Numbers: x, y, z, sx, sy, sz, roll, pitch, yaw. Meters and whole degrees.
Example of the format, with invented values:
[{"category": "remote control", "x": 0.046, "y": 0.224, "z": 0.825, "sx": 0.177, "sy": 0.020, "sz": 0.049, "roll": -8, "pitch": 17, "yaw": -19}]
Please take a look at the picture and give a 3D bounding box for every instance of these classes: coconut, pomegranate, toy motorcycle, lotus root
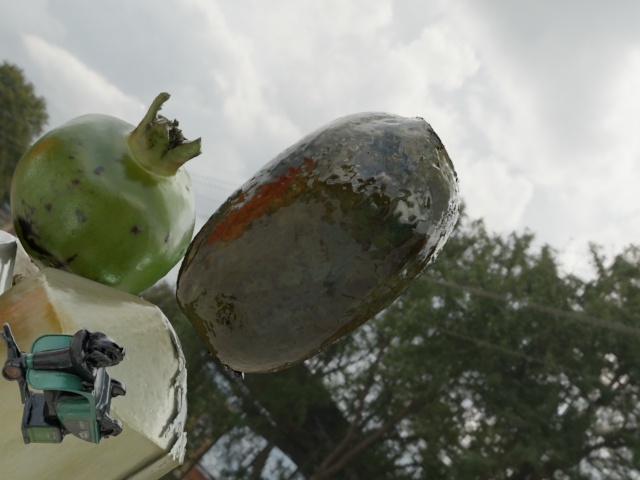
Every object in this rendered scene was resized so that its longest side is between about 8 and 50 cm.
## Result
[{"category": "coconut", "x": -0.298, "y": 0.189, "z": 1.017, "sx": 0.323, "sy": 0.323, "sz": 0.323, "roll": 38, "pitch": -20, "yaw": 17}, {"category": "pomegranate", "x": -0.282, "y": -0.064, "z": 1.183, "sx": 0.260, "sy": 0.260, "sz": 0.340, "roll": 45, "pitch": -57, "yaw": -1}, {"category": "toy motorcycle", "x": -0.221, "y": 0.127, "z": 0.752, "sx": 0.100, "sy": 0.058, "sz": 0.173, "roll": 3, "pitch": -37, "yaw": -9}, {"category": "lotus root", "x": 0.000, "y": 0.000, "z": 0.750, "sx": 0.160, "sy": 0.275, "sz": 0.152, "roll": 50, "pitch": 1, "yaw": -16}]

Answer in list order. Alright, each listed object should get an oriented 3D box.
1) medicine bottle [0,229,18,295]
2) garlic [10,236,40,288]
[{"category": "medicine bottle", "x": -0.507, "y": 0.099, "z": 1.192, "sx": 0.139, "sy": 0.237, "sz": 0.139, "roll": 13, "pitch": 10, "yaw": -2}, {"category": "garlic", "x": -0.598, "y": 0.076, "z": 1.700, "sx": 0.226, "sy": 0.199, "sz": 0.199, "roll": -8, "pitch": -54, "yaw": 49}]
